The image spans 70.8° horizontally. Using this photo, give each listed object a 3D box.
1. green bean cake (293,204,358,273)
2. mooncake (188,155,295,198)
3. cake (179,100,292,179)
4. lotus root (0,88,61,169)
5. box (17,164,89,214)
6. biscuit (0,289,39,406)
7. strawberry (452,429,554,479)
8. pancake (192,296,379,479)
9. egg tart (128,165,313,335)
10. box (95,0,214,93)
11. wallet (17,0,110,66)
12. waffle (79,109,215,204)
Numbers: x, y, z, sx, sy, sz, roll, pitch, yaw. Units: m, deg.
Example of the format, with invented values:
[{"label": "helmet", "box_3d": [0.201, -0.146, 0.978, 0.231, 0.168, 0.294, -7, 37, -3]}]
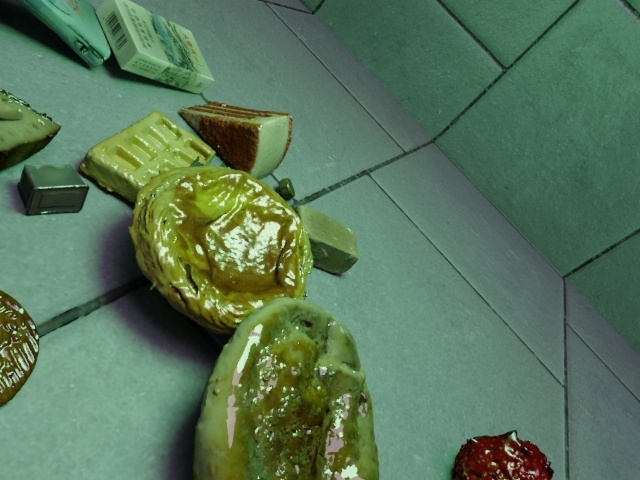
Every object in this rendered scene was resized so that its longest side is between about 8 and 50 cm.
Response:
[{"label": "green bean cake", "box_3d": [0.000, 0.000, 1.072, 0.179, 0.085, 0.109, 23, 37, -32]}, {"label": "mooncake", "box_3d": [-0.153, -0.134, 1.024, 0.347, 0.057, 0.150, 24, 40, -50]}, {"label": "cake", "box_3d": [-0.200, -0.294, 1.109, 0.262, 0.159, 0.158, 45, 35, 2]}, {"label": "lotus root", "box_3d": [-0.518, -0.179, 0.651, 0.261, 0.074, 0.170, 36, 26, -48]}, {"label": "box", "box_3d": [-0.426, -0.083, 0.713, 0.063, 0.060, 0.085, 51, 33, 18]}, {"label": "biscuit", "box_3d": [-0.425, 0.120, 0.511, 0.188, 0.027, 0.187, 30, 34, -23]}, {"label": "strawberry", "box_3d": [0.339, 0.470, 0.856, 0.184, 0.187, 0.201, 50, 56, -29]}, {"label": "pancake", "box_3d": [-0.019, 0.268, 0.677, 0.387, 0.082, 0.386, 29, 51, -45]}, {"label": "egg tart", "box_3d": [-0.173, 0.019, 0.798, 0.352, 0.150, 0.352, 26, 43, -27]}, {"label": "box", "box_3d": [-0.395, -0.472, 1.107, 0.256, 0.069, 0.164, -9, 71, -64]}, {"label": "wallet", "box_3d": [-0.558, -0.502, 0.939, 0.250, 0.075, 0.176, 46, 17, -52]}, {"label": "waffle", "box_3d": [-0.330, -0.164, 0.909, 0.168, 0.057, 0.274, 37, 33, -12]}]
